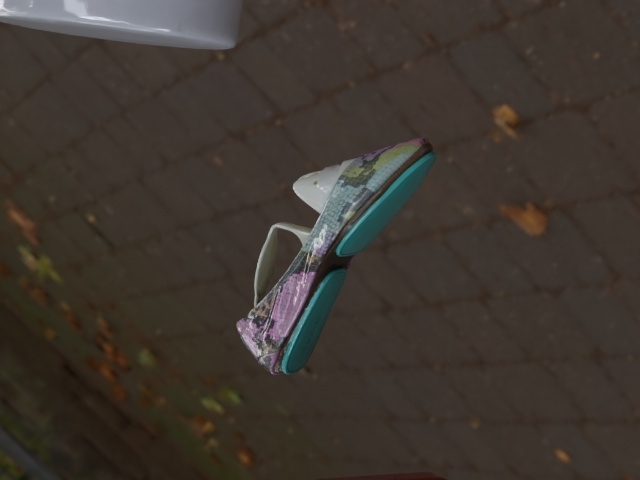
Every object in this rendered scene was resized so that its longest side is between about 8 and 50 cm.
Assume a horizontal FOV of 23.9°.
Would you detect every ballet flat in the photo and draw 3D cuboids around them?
[{"bbox_3d":[0.000,0.000,1.150,0.079,0.221,0.077,38,-161,19],"label":"ballet flat"}]

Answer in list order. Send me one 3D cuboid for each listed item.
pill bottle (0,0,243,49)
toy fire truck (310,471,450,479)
[{"bbox_3d":[-0.075,-0.225,0.654,0.152,0.272,0.152,6,-177,0],"label":"pill bottle"},{"bbox_3d":[0.019,0.306,1.093,0.254,0.302,0.169,27,173,-17],"label":"toy fire truck"}]
